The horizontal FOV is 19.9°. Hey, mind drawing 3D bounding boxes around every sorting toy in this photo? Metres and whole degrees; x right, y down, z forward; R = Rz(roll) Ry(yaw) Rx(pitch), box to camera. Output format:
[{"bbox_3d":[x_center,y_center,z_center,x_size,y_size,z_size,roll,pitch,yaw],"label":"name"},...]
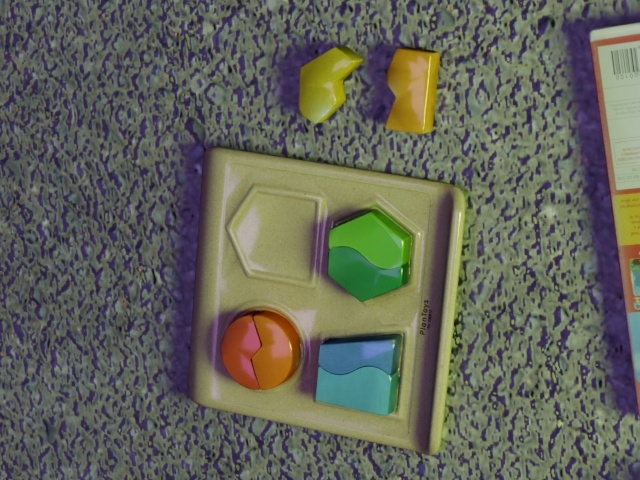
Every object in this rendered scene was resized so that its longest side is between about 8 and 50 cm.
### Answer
[{"bbox_3d":[0.000,0.000,1.397,0.229,0.041,0.307,11,104,25],"label":"sorting toy"}]

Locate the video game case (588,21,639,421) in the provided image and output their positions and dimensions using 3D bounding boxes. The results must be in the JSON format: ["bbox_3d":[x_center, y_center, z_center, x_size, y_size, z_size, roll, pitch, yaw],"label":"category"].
[{"bbox_3d":[0.300,-0.017,1.252,0.204,0.025,0.285,-5,97,27],"label":"video game case"}]
